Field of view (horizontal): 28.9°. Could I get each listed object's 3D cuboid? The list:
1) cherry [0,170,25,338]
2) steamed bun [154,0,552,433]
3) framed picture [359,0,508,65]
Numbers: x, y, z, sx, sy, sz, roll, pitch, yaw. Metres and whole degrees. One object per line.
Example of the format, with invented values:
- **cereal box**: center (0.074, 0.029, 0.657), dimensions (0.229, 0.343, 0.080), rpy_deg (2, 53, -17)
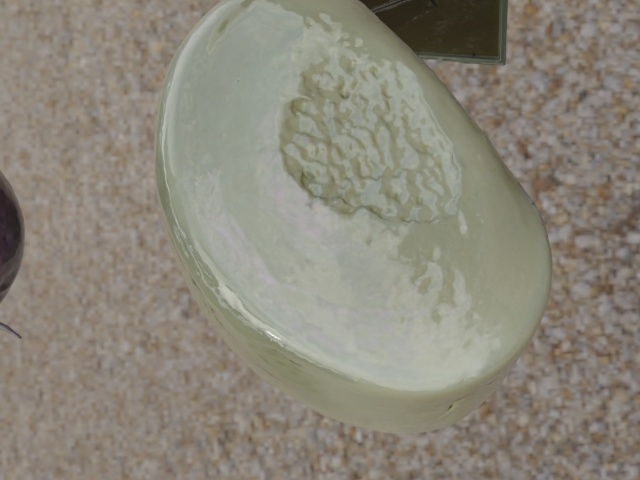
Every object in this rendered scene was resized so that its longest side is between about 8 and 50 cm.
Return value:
- **cherry**: center (-0.378, -0.019, 1.155), dimensions (0.266, 0.183, 0.213), rpy_deg (50, 172, 45)
- **steamed bun**: center (0.000, 0.000, 1.271), dimensions (0.456, 0.290, 0.371), rpy_deg (51, 164, 12)
- **framed picture**: center (0.115, -0.299, 1.578), dimensions (0.184, 0.250, 0.016), rpy_deg (80, -161, -51)
